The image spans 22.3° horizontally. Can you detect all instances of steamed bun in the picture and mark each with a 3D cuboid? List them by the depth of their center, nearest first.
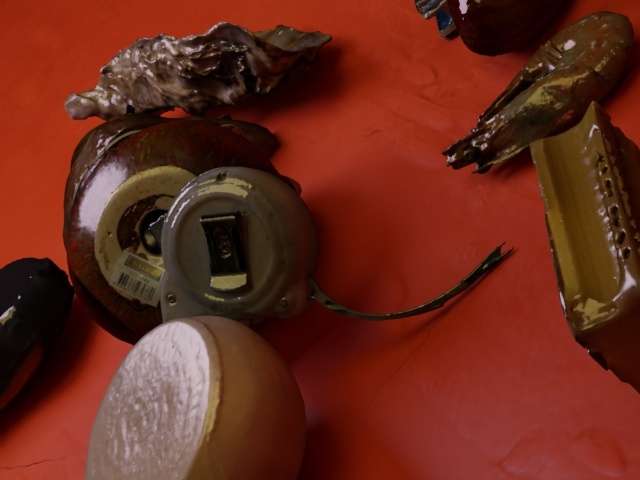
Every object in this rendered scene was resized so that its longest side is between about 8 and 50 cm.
[{"bbox_3d":[-0.099,0.187,1.447,0.232,0.145,0.232,-32,46,40],"label":"steamed bun"}]

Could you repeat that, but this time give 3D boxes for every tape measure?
[{"bbox_3d":[0.000,0.001,1.466,0.330,0.164,0.084,-9,8,23],"label":"tape measure"}]

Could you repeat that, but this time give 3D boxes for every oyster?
[{"bbox_3d":[-0.125,-0.202,1.944,0.204,0.111,0.396,-14,5,-41],"label":"oyster"}]

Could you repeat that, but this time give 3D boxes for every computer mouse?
[{"bbox_3d":[-0.414,0.147,1.920,0.323,0.116,0.183,-36,31,8],"label":"computer mouse"}]

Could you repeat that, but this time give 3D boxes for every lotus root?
[{"bbox_3d":[-0.193,-0.063,1.838,0.261,0.170,0.074,-50,27,8],"label":"lotus root"}]

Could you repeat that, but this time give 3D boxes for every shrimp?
[{"bbox_3d":[0.203,-0.135,1.518,0.217,0.051,0.115,-40,25,15],"label":"shrimp"}]

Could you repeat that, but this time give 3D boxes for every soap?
[{"bbox_3d":[0.231,0.013,1.231,0.076,0.135,0.233,-35,34,22],"label":"soap"}]

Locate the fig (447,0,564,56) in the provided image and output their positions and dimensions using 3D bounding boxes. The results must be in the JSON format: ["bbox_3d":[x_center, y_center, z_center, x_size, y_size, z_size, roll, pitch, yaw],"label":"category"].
[{"bbox_3d":[0.192,-0.240,1.626,0.119,0.153,0.119,23,116,60],"label":"fig"}]

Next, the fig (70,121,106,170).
[{"bbox_3d":[-0.186,-0.094,1.921,0.236,0.124,0.124,-12,45,25],"label":"fig"}]

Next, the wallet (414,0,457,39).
[{"bbox_3d":[0.186,-0.315,1.730,0.202,0.059,0.141,-35,35,21],"label":"wallet"}]

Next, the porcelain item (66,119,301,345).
[{"bbox_3d":[-0.132,-0.001,1.674,0.253,0.253,0.253,-32,34,26],"label":"porcelain item"}]
